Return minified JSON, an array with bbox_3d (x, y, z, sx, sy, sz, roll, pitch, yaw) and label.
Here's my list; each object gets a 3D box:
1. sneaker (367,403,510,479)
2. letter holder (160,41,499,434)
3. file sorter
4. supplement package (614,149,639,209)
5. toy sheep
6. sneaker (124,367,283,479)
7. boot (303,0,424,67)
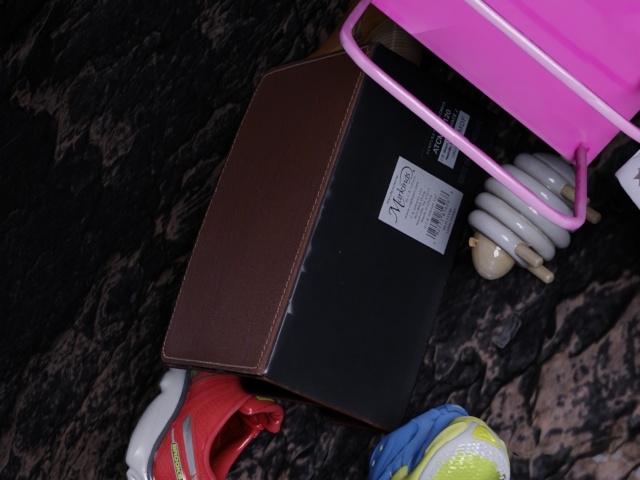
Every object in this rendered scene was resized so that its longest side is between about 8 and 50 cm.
[{"bbox_3d":[0.062,0.228,1.027,0.240,0.091,0.126,-55,15,14],"label":"sneaker"},{"bbox_3d":[0.000,0.000,1.202,0.214,0.152,0.302,-2,66,57],"label":"letter holder"},{"bbox_3d":[0.176,-0.181,0.781,0.291,0.202,0.182,-49,7,24],"label":"file sorter"},{"bbox_3d":[0.339,-0.049,0.753,0.262,0.145,0.204,-50,34,20],"label":"supplement package"},{"bbox_3d":[0.166,-0.024,1.044,0.132,0.091,0.091,-49,32,-4],"label":"toy sheep"},{"bbox_3d":[-0.086,0.146,1.284,0.118,0.107,0.279,6,55,19],"label":"sneaker"},{"bbox_3d":[0.039,-0.220,1.382,0.197,0.073,0.152,-11,59,37],"label":"boot"}]
